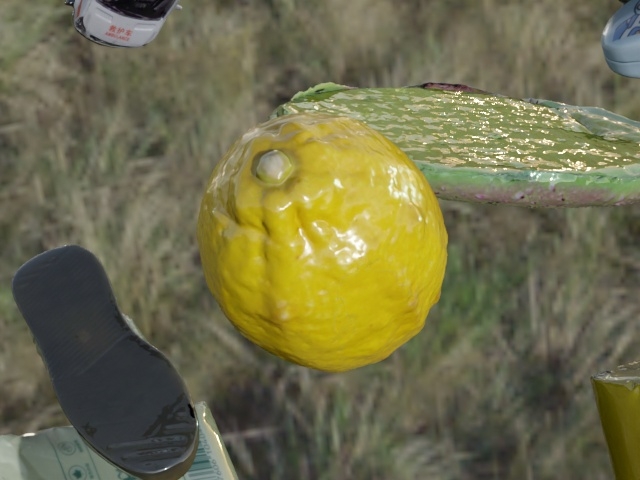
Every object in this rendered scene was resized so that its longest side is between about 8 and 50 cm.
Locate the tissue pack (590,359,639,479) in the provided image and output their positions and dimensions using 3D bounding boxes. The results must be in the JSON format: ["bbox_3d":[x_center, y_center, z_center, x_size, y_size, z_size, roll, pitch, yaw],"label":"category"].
[{"bbox_3d":[0.306,0.185,1.422,0.082,0.169,0.120,-18,7,-37],"label":"tissue pack"}]

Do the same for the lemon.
[{"bbox_3d":[0.000,0.000,0.771,0.114,0.155,0.114,-8,67,19],"label":"lemon"}]

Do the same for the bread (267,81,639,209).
[{"bbox_3d":[0.110,-0.069,1.207,0.301,0.045,0.301,6,14,-1],"label":"bread"}]

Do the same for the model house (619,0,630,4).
[{"bbox_3d":[0.199,-0.211,1.114,0.194,0.170,0.211,22,-14,-41],"label":"model house"}]

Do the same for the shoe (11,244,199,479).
[{"bbox_3d":[-0.187,0.120,1.489,0.103,0.098,0.275,-24,48,-12],"label":"shoe"}]

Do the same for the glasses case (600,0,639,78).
[{"bbox_3d":[0.242,-0.123,0.943,0.178,0.045,0.067,-1,37,39],"label":"glasses case"}]

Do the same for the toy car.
[{"bbox_3d":[-0.144,-0.259,1.430,0.089,0.210,0.108,13,12,-32],"label":"toy car"}]

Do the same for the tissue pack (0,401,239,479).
[{"bbox_3d":[-0.203,0.382,1.753,0.297,0.207,0.380,-4,60,-38],"label":"tissue pack"}]
